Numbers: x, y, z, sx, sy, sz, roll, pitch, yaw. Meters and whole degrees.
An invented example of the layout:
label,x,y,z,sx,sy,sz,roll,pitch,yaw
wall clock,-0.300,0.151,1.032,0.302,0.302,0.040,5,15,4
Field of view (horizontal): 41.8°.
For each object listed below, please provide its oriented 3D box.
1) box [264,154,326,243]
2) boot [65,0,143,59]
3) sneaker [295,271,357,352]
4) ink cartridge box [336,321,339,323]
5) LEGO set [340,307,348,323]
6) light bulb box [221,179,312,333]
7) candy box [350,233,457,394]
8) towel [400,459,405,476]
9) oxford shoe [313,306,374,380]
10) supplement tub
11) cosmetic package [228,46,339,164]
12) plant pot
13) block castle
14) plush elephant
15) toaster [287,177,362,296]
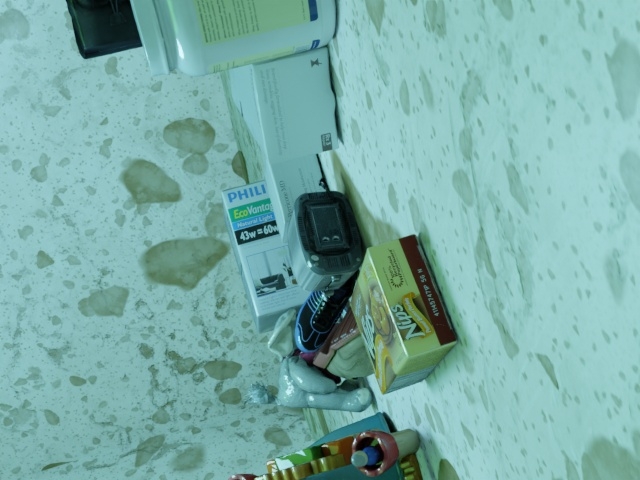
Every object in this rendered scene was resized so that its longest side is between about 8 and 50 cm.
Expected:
label,x,y,z,sx,sy,sz,roll,pitch,yaw
box,-0.056,-0.110,1.999,0.182,0.119,0.181,107,148,-75
boot,-0.304,-0.575,1.678,0.146,0.445,0.367,104,149,-73
sneaker,0.014,0.139,1.844,0.232,0.081,0.090,-69,14,-9
ink cartridge box,0.020,0.220,2.069,0.135,0.056,0.099,57,171,30
LEGO set,0.073,0.192,2.044,0.244,0.060,0.182,59,167,16
light bulb box,-0.123,0.044,2.370,0.358,0.225,0.361,108,146,-76
candy box,0.128,0.133,1.395,0.316,0.087,0.183,97,156,-70
towel,0.213,0.548,1.836,0.102,0.021,0.237,-171,66,-77
oxford shoe,0.090,0.223,1.832,0.130,0.123,0.348,32,157,0
supplement tub,-0.157,-0.416,1.435,0.235,0.324,0.235,165,90,-81
cosmetic package,-0.093,-0.337,1.731,0.385,0.156,0.217,-118,17,-58
plant pot,0.060,0.576,1.991,0.271,0.255,0.272,164,90,-86
block castle,0.015,0.569,1.706,0.213,0.453,0.303,3,-115,-52
plush elephant,-0.031,0.308,2.220,0.272,0.330,0.255,93,179,-85
toaster,0.000,0.000,1.754,0.146,0.129,0.227,117,143,-59
